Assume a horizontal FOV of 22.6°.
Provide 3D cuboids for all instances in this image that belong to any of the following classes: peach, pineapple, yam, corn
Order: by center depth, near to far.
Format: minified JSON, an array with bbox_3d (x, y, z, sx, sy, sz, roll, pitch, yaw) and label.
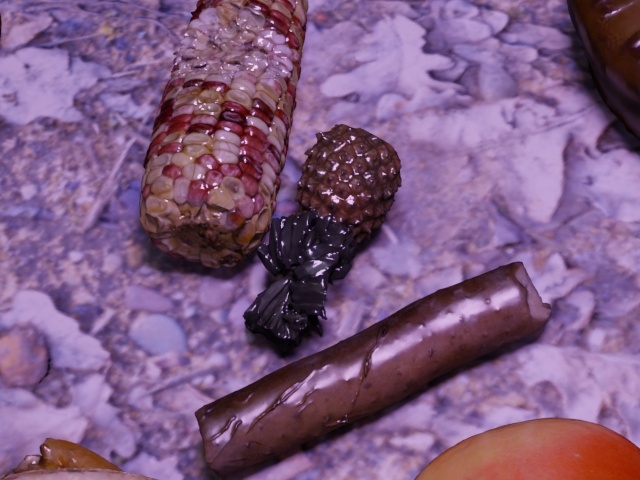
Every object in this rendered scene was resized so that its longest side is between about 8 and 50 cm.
[{"bbox_3d":[0.115,0.179,0.826,0.184,0.184,0.184,-6,50,7],"label":"peach"},{"bbox_3d":[0.034,0.078,1.002,0.241,0.057,0.057,-24,50,-9],"label":"yam"},{"bbox_3d":[0.000,0.000,1.069,0.074,0.074,0.159,15,61,23],"label":"pineapple"},{"bbox_3d":[-0.061,-0.107,1.150,0.098,0.098,0.290,1,51,13],"label":"corn"}]

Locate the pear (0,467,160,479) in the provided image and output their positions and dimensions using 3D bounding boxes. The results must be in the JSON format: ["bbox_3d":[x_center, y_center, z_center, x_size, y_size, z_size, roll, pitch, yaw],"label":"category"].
[{"bbox_3d":[-0.118,0.298,0.761,0.386,0.191,0.340,-15,60,9],"label":"pear"}]

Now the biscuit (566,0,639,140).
[{"bbox_3d":[0.335,-0.170,1.111,0.332,0.103,0.332,-6,51,7],"label":"biscuit"}]

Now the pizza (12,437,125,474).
[{"bbox_3d":[-0.172,0.214,0.931,0.199,0.062,0.188,-38,51,-17],"label":"pizza"}]
